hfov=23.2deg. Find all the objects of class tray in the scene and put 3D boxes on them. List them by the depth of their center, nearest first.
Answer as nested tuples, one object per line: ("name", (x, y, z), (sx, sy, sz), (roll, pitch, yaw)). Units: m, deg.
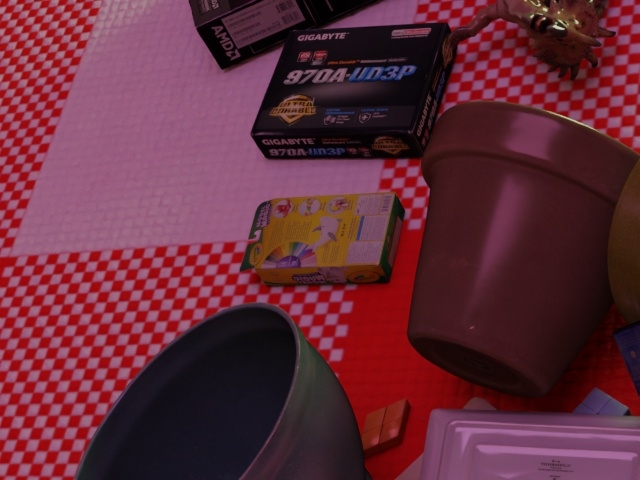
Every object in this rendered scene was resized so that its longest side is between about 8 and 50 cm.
("tray", (0.222, 0.222, 1.472), (0.270, 0.030, 0.145), (0, 57, 19))

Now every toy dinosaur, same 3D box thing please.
("toy dinosaur", (0.282, -0.293, 1.829), (0.200, 0.127, 0.295), (22, 50, 26))

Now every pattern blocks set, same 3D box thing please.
("pattern blocks set", (0.141, 0.246, 1.529), (0.285, 0.026, 0.325), (21, 66, 37))

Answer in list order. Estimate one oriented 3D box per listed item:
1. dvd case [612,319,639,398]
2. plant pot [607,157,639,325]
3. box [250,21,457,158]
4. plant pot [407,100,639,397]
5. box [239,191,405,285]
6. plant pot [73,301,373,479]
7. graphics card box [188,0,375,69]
("dvd case", (0.340, 0.175, 1.311), (0.022, 0.180, 0.253), (-19, 83, -19))
("plant pot", (0.455, 0.031, 1.358), (0.366, 0.366, 0.353), (-47, 36, -13))
("box", (0.042, -0.182, 1.899), (0.220, 0.051, 0.175), (1, 55, 28))
("plant pot", (0.196, 0.025, 1.538), (0.263, 0.263, 0.229), (13, 71, 34))
("box", (0.000, 0.000, 1.783), (0.179, 0.043, 0.105), (-1, 55, 23))
("plant pot", (-0.071, 0.234, 1.499), (0.293, 0.196, 0.293), (-33, 30, 22))
("graphics card box", (-0.002, -0.397, 2.064), (0.371, 0.094, 0.232), (-23, 48, 10))
